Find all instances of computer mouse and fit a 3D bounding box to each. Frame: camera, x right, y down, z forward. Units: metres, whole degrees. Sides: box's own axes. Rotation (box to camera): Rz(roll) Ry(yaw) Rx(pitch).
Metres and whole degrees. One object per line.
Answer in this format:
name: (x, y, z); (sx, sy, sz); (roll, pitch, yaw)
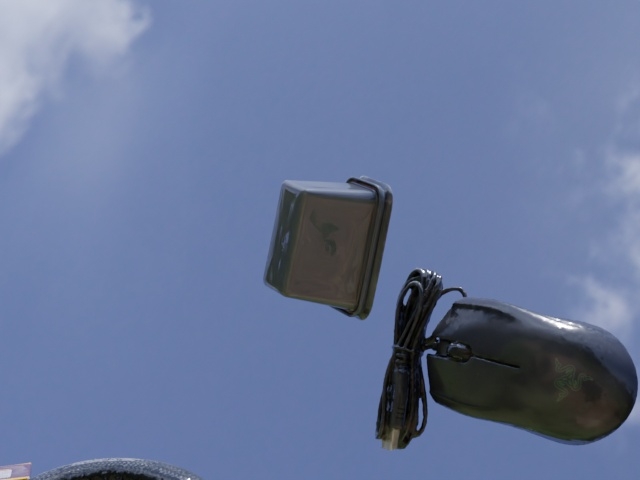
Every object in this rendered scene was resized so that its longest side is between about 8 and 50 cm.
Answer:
computer mouse: (0.170, 0.127, 1.614); (0.272, 0.072, 0.188); (7, -98, 33)

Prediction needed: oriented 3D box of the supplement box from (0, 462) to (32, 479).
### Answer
supplement box: (-0.442, 0.354, 2.034); (0.191, 0.194, 0.129); (-6, -91, -9)

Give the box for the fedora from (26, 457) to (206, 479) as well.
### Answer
fedora: (-0.200, 0.355, 1.465); (0.334, 0.334, 0.152); (9, -34, 21)

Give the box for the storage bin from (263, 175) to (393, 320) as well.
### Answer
storage bin: (0.000, 0.000, 1.614); (0.098, 0.091, 0.135); (27, -74, 61)
